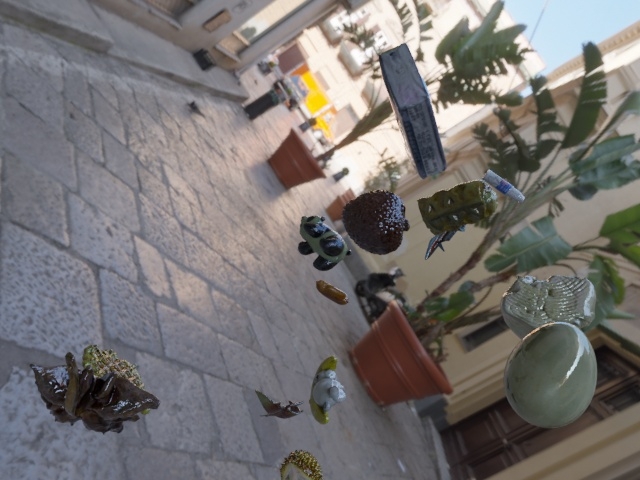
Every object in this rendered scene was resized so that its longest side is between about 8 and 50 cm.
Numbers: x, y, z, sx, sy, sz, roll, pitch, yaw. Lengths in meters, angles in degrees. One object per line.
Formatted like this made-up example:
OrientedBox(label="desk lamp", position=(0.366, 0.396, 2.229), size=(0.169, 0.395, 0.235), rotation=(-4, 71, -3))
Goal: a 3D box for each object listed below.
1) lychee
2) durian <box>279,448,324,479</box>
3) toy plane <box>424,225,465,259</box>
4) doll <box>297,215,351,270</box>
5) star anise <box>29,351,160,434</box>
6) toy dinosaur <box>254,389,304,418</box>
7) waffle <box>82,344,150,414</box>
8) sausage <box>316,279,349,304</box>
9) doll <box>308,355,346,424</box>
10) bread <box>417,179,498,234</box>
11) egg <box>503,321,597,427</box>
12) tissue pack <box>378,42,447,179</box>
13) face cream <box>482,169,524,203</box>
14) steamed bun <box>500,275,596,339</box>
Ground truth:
OrientedBox(label="lychee", position=(0.160, -0.052, 1.350), size=(0.194, 0.194, 0.194), rotation=(56, 9, -14))
OrientedBox(label="durian", position=(-0.051, 0.820, 1.601), size=(0.138, 0.183, 0.249), rotation=(-45, 142, -78))
OrientedBox(label="toy plane", position=(0.537, -0.035, 2.070), size=(0.104, 0.326, 0.223), rotation=(39, -21, -23))
OrientedBox(label="doll", position=(0.001, 0.002, 1.814), size=(0.234, 0.143, 0.135), rotation=(42, 43, 23))
OrientedBox(label="star anise", position=(-0.543, 0.368, 1.109), size=(0.292, 0.349, 0.109), rotation=(28, 42, -33))
OrientedBox(label="toy dinosaur", position=(-0.208, 0.797, 2.343), size=(0.327, 0.206, 0.113), rotation=(15, 44, -38))
OrientedBox(label="waffle", position=(-0.633, 0.432, 1.490), size=(0.245, 0.052, 0.254), rotation=(46, -5, 42))
OrientedBox(label="sausage", position=(0.053, 0.238, 2.158), size=(0.183, 0.062, 0.054), rotation=(27, -26, 21))
OrientedBox(label="doll", position=(0.025, 0.558, 1.771), size=(0.111, 0.252, 0.237), rotation=(19, 34, -10))
OrientedBox(label="bread", position=(0.487, -0.119, 1.695), size=(0.152, 0.268, 0.130), rotation=(62, 31, -13))
OrientedBox(label="egg", position=(0.530, 0.307, 1.106), size=(0.189, 0.253, 0.188), rotation=(16, 16, -5))
OrientedBox(label="tissue pack", position=(0.325, -0.441, 1.685), size=(0.394, 0.124, 0.288), rotation=(54, 21, -55))
OrientedBox(label="face cream", position=(0.523, -0.151, 1.366), size=(0.130, 0.034, 0.034), rotation=(38, 7, 7))
OrientedBox(label="steamed bun", position=(0.817, 0.260, 1.733), size=(0.206, 0.320, 0.275), rotation=(70, 27, -44))
